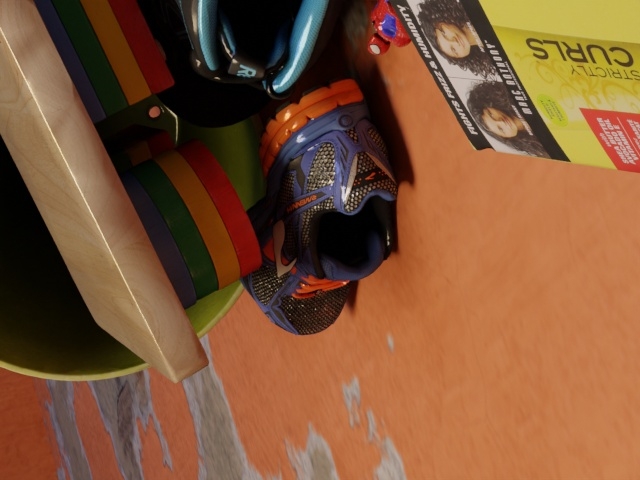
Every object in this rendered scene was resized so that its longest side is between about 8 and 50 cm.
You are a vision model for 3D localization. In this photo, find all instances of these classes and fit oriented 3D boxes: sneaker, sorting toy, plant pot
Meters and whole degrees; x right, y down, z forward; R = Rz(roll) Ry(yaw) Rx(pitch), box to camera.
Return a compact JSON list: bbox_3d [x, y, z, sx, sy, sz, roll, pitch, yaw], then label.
[{"bbox_3d":[-0.056,-0.138,1.153,0.341,0.125,0.140,114,162,-65],"label":"sneaker"},{"bbox_3d":[-0.133,-0.062,1.217,0.255,0.089,0.257,65,167,-13],"label":"sorting toy"},{"bbox_3d":[-0.175,-0.068,1.488,0.293,0.274,0.275,-101,2,-77],"label":"plant pot"},{"bbox_3d":[0.000,0.000,1.214,0.087,0.083,0.221,59,160,28],"label":"sneaker"}]

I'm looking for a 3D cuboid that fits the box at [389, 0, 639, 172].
[{"bbox_3d":[0.119,-0.068,0.674,0.232,0.058,0.087,14,140,57],"label":"box"}]

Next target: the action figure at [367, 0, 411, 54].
[{"bbox_3d":[0.040,-0.138,1.066,0.115,0.030,0.038,101,147,-58],"label":"action figure"}]
